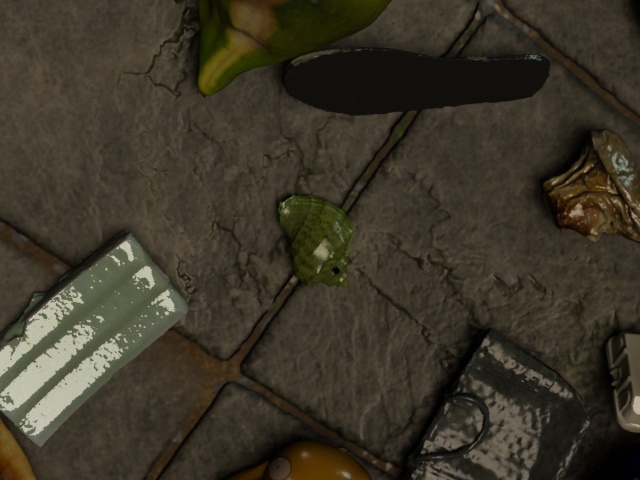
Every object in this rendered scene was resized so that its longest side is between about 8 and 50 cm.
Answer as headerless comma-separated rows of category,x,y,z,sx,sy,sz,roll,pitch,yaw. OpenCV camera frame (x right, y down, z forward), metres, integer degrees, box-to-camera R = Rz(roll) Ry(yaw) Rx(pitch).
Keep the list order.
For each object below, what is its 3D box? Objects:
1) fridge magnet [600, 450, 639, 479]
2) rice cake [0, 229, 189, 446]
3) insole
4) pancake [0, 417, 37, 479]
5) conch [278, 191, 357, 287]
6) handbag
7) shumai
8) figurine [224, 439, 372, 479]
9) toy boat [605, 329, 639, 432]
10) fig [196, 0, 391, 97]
fridge magnet,0.451,0.314,1.677,0.266,0.265,0.112,18,66,-19
rice cake,-0.259,0.103,1.516,0.237,0.043,0.127,-40,111,-1
insole,0.107,-0.176,1.535,0.310,0.012,0.110,-4,145,-16
pancake,-0.449,0.239,1.491,0.245,0.057,0.266,-29,113,-3
conch,0.000,0.000,1.562,0.089,0.074,0.121,-36,94,-37
handbag,0.199,0.248,1.668,0.175,0.088,0.270,24,96,-12
shumai,0.312,-0.051,1.613,0.116,0.145,0.145,-27,111,16
figurine,-0.041,0.343,1.584,0.215,0.215,0.228,7,116,-17
toy boat,0.464,0.196,1.700,0.270,0.141,0.140,19,98,-19
fig,-0.050,-0.251,1.434,0.206,0.206,0.275,28,128,-20
